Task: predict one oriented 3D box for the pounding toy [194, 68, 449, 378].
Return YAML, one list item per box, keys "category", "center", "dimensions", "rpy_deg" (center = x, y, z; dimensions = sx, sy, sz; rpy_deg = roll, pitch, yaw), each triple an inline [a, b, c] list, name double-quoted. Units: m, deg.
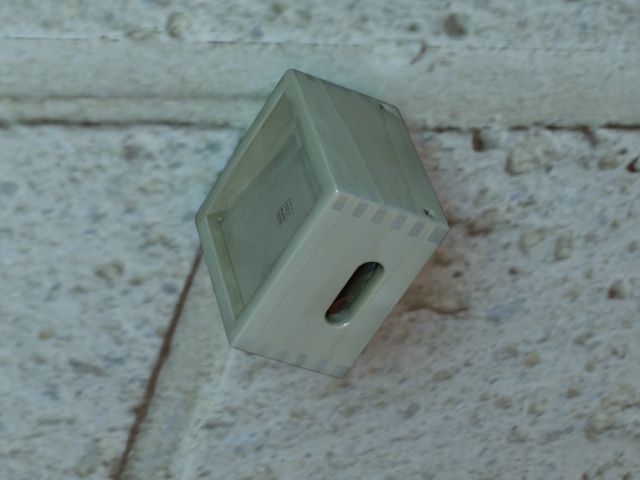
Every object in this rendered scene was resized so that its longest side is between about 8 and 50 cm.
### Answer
- category: "pounding toy"
  center: [0.000, 0.000, 1.036]
  dimensions: [0.100, 0.130, 0.141]
  rpy_deg: [18, 122, -28]
